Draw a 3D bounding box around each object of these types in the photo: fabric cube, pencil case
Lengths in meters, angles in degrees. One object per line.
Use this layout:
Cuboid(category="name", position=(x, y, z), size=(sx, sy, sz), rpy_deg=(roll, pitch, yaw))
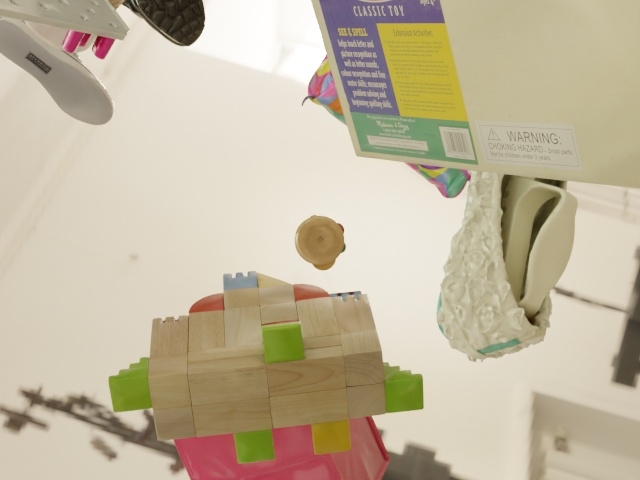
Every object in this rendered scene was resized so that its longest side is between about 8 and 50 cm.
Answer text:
Cuboid(category="fabric cube", position=(-0.064, 0.356, 2.078), size=(0.259, 0.258, 0.254), rpy_deg=(68, -159, -7))
Cuboid(category="pencil case", position=(0.092, -0.146, 1.408), size=(0.104, 0.236, 0.104), rpy_deg=(-46, 24, 28))

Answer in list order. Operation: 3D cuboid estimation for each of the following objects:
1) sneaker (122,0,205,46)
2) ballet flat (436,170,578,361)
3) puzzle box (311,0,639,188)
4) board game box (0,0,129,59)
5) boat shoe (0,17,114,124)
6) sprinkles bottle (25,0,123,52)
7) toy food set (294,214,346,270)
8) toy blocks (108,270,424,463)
Cuboid(category="sneaker", position=(-0.295, -0.418, 1.910), size=(0.107, 0.283, 0.124), rpy_deg=(-41, 2, -23))
Cuboid(category="ballet flat", position=(0.235, -0.062, 1.305), size=(0.147, 0.147, 0.409), rpy_deg=(105, 178, -74))
Cuboid(category="puzzle box", position=(0.144, -0.184, 0.964), size=(0.052, 0.409, 0.272), rpy_deg=(-33, -62, -32))
Cuboid(category="board game box", position=(-0.461, -0.363, 1.363), size=(0.390, 0.390, 0.050), rpy_deg=(2, -48, -50))
Cuboid(category="boat shoe", position=(-0.451, -0.309, 2.057), size=(0.095, 0.258, 0.084), rpy_deg=(-29, 29, 29))
Cuboid(category="sprinkles bottle", position=(-0.255, -0.403, 1.555), size=(0.355, 0.121, 0.121), rpy_deg=(-42, 17, 29))
Cuboid(category="toy food set", position=(0.000, 0.000, 1.913), size=(0.082, 0.083, 0.020), rpy_deg=(-55, -5, -7))
Cuboid(category="toy blocks", position=(-0.075, 0.135, 1.576), size=(0.261, 0.381, 0.191), rpy_deg=(-102, 7, -63))
